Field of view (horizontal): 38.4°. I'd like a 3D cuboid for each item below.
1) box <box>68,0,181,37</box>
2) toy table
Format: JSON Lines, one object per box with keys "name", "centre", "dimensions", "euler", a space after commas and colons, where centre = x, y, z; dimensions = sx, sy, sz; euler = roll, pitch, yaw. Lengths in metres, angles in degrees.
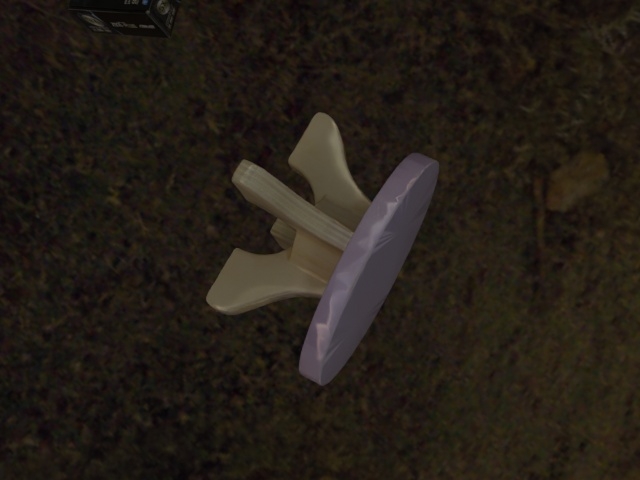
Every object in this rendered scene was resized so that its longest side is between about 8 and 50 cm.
{"name": "box", "centre": [-0.288, -0.417, 1.430], "dimensions": [0.077, 0.147, 0.180], "euler": [43, 59, -65]}
{"name": "toy table", "centre": [0.000, 0.000, 1.018], "dimensions": [0.274, 0.160, 0.252], "euler": [-57, 162, -21]}
